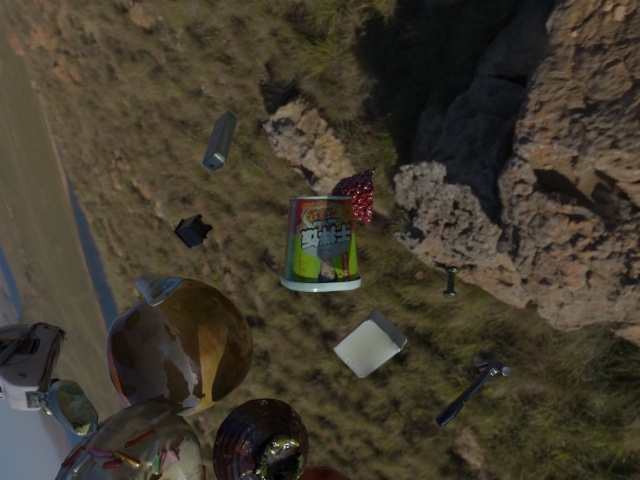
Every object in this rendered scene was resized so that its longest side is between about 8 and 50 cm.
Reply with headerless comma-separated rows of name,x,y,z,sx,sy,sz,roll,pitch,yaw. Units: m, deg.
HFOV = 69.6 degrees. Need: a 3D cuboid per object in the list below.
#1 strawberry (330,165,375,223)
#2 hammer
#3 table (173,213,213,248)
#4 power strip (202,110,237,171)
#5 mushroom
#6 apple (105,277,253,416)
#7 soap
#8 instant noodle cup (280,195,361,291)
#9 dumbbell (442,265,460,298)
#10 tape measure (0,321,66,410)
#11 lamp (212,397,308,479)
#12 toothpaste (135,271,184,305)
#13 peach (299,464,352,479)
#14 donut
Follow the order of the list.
strawberry,0.130,-0.180,1.840,0.234,0.178,0.234,180,90,-89
hammer,0.483,0.498,1.509,0.037,0.290,0.137,48,176,-4
table,-0.420,-0.034,1.530,0.082,0.070,0.083,-18,125,29
power strip,-0.339,-0.343,1.569,0.078,0.052,0.272,-27,42,32
mushroom,-0.656,0.426,1.202,0.333,0.087,0.107,-8,96,49
apple,-0.381,0.287,1.250,0.391,0.391,0.346,-20,98,55
soap,0.131,0.283,1.247,0.121,0.064,0.183,46,127,6
instant noodle cup,0.000,0.000,1.587,0.294,0.294,0.308,5,96,51
dumbbell,0.463,0.148,1.632,0.052,0.118,0.046,-8,146,36
tape measure,-0.720,0.282,1.079,0.236,0.197,0.120,-112,31,-55
lamp,-0.135,0.491,1.081,0.247,0.247,0.247,29,130,41
toothpaste,-0.310,0.084,0.858,0.037,0.067,0.255,56,156,-19
peach,0.007,0.936,1.516,0.372,0.373,0.290,37,108,36
donut,-0.351,0.502,0.875,0.142,0.382,0.382,6,118,16
